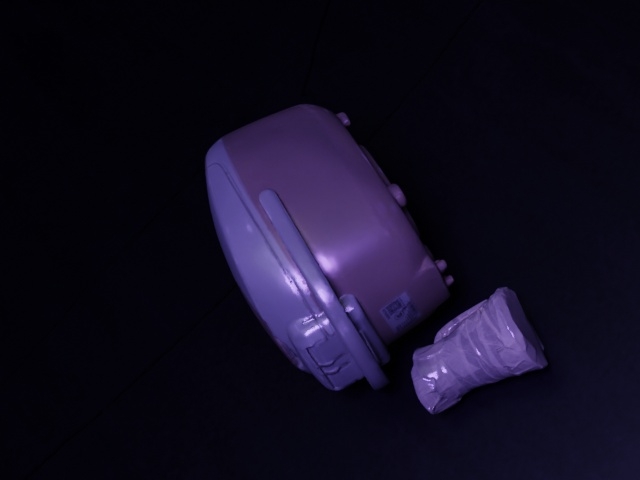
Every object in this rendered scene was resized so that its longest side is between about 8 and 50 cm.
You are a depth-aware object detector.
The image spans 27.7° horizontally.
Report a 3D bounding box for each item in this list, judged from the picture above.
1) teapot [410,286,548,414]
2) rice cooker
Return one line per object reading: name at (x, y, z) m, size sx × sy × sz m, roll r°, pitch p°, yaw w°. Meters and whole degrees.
teapot at (0.096, 0.071, 0.828) m, size 0.083 × 0.057 × 0.067 m, roll -33°, pitch 35°, yaw 18°
rice cooker at (0.000, 0.000, 0.869) m, size 0.127 × 0.145 × 0.206 m, roll -35°, pitch 53°, yaw -2°
